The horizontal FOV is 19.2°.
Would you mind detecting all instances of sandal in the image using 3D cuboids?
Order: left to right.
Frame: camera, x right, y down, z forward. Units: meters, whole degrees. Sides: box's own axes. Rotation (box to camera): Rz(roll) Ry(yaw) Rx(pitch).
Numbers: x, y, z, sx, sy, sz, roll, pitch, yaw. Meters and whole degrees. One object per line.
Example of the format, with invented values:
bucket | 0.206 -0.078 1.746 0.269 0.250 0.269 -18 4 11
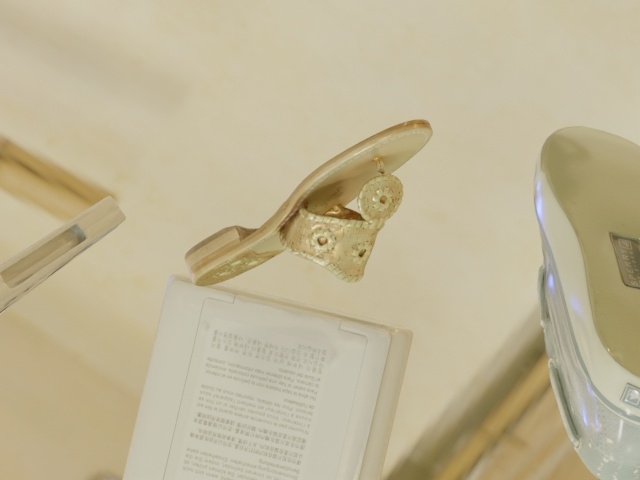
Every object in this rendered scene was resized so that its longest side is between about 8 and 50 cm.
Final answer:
sandal | 0.004 0.000 1.389 0.240 0.079 0.088 -30 -16 33

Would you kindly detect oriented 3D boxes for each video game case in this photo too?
video game case | -0.261 0.065 1.310 0.204 0.025 0.285 -35 3 21

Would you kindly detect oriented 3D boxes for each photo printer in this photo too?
photo printer | -0.062 0.207 1.874 0.107 0.256 0.308 12 -90 -77

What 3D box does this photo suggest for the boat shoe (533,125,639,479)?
boat shoe | 0.134 0.027 0.907 0.227 0.079 0.081 -88 15 -56
